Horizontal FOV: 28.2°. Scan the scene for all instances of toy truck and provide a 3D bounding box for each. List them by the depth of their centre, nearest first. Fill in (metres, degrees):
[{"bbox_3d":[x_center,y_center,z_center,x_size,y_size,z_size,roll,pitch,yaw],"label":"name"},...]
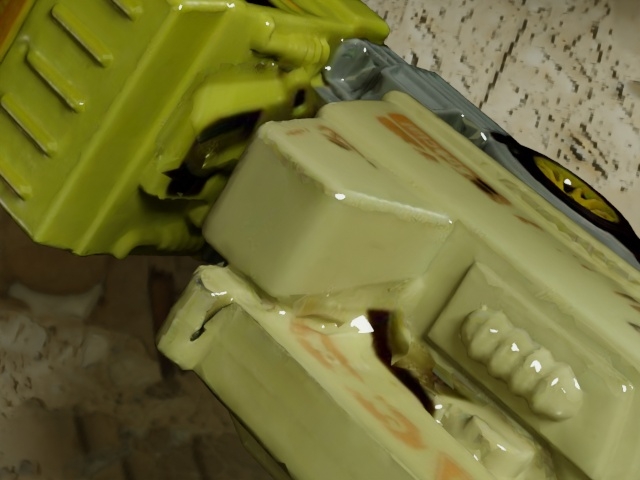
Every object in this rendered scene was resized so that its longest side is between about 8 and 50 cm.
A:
[{"bbox_3d":[0.000,0.000,0.576,0.405,0.254,0.180,45,109,23],"label":"toy truck"}]
